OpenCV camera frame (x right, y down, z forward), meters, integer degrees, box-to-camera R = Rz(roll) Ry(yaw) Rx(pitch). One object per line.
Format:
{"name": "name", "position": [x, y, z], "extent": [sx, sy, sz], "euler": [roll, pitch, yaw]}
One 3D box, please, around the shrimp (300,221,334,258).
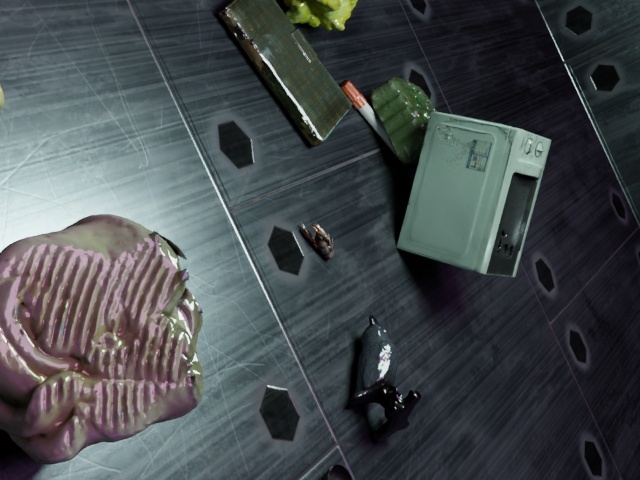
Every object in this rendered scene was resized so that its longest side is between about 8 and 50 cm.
{"name": "shrimp", "position": [0.001, -0.003, 1.828], "extent": [0.092, 0.038, 0.029], "euler": [44, 38, -29]}

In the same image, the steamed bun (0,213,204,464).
{"name": "steamed bun", "position": [-0.294, 0.119, 1.223], "extent": [0.280, 0.207, 0.267], "euler": [-21, 87, -30]}

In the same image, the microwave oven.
{"name": "microwave oven", "position": [0.320, -0.095, 2.061], "extent": [0.181, 0.238, 0.295], "euler": [6, 99, -52]}

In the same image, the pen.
{"name": "pen", "position": [0.121, -0.252, 2.157], "extent": [0.239, 0.028, 0.028], "euler": [47, 38, -26]}

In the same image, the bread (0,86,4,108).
{"name": "bread", "position": [-0.489, -0.157, 1.187], "extent": [0.140, 0.106, 0.236], "euler": [58, 35, -13]}

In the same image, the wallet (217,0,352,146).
{"name": "wallet", "position": [-0.066, -0.344, 1.944], "extent": [0.317, 0.044, 0.169], "euler": [53, 40, -16]}

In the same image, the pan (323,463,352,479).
{"name": "pan", "position": [0.018, 0.410, 1.610], "extent": [0.068, 0.023, 0.115], "euler": [59, 31, -12]}

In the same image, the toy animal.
{"name": "toy animal", "position": [0.089, 0.241, 1.787], "extent": [0.117, 0.121, 0.210], "euler": [-12, 53, -12]}

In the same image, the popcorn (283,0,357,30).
{"name": "popcorn", "position": [0.002, -0.505, 2.039], "extent": [0.173, 0.174, 0.142], "euler": [50, 44, -23]}

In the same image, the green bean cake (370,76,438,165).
{"name": "green bean cake", "position": [0.200, -0.261, 2.187], "extent": [0.185, 0.094, 0.183], "euler": [60, 24, 13]}
